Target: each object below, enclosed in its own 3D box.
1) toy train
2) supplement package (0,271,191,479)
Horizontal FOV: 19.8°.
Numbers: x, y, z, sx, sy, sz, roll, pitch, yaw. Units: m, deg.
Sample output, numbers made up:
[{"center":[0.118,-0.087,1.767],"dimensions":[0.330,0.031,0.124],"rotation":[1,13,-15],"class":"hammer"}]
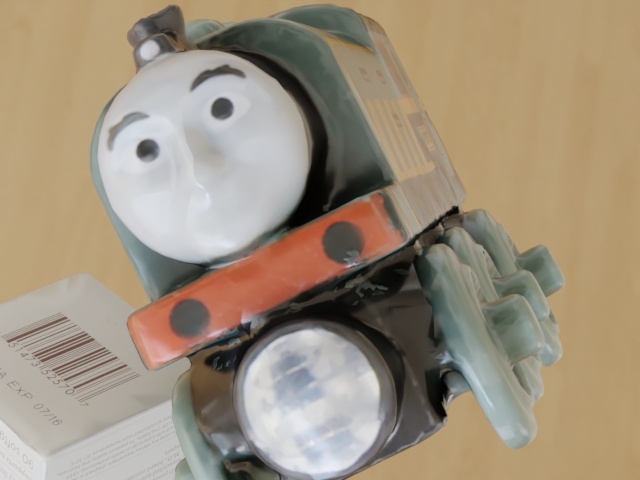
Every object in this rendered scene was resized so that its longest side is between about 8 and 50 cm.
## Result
[{"center":[0.000,0.000,0.724],"dimensions":[0.190,0.142,0.334],"rotation":[62,11,0],"class":"toy train"},{"center":[-0.125,0.126,0.867],"dimensions":[0.105,0.105,0.179],"rotation":[-24,134,-40],"class":"supplement package"}]
